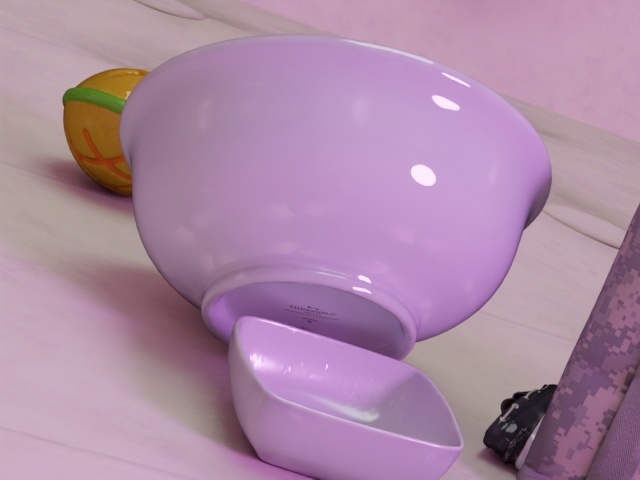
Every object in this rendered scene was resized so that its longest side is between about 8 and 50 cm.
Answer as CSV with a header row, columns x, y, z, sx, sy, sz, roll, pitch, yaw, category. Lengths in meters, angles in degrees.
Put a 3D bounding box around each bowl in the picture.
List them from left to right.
x,y,z,sx,sy,sz,roll,pitch,yaw,category
0.000,0.000,1.180,0.298,0.134,0.298,7,-28,4,bowl
0.007,0.106,1.091,0.142,0.053,0.142,18,16,-15,bowl

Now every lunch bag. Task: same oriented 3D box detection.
x,y,z,sx,sy,sz,roll,pitch,yaw,category
0.308,0.113,1.138,0.287,0.235,0.169,27,10,19,lunch bag

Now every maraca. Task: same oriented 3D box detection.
x,y,z,sx,sy,sz,roll,pitch,yaw,category
-0.151,-0.083,1.465,0.127,0.099,0.186,27,-11,9,maraca

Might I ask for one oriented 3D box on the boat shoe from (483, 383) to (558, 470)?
x,y,z,sx,sy,sz,roll,pitch,yaw,category
0.143,0.124,1.243,0.038,0.046,0.125,29,24,9,boat shoe
